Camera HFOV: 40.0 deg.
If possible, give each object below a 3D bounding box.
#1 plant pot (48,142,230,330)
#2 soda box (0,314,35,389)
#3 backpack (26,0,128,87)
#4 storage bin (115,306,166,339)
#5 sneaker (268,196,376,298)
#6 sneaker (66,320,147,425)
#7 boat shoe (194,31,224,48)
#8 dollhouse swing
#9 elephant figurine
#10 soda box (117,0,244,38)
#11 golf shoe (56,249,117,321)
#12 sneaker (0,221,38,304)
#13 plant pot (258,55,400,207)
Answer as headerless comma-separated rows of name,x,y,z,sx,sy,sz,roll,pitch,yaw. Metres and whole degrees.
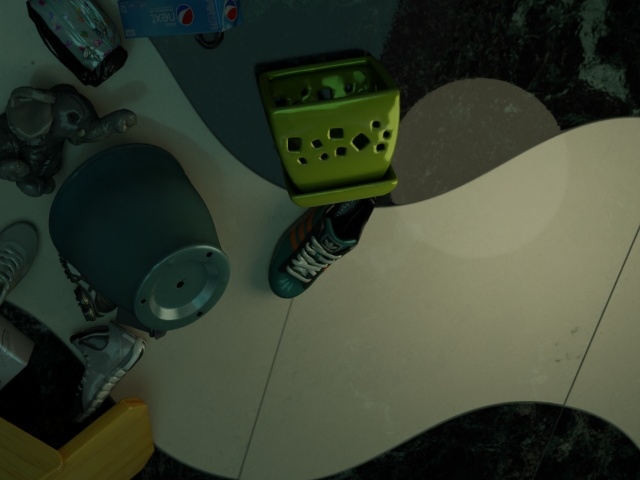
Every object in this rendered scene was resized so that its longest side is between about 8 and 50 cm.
plant pot,-0.295,0.010,1.534,0.271,0.255,0.272,-25,138,-25
soda box,-0.690,0.156,1.683,0.091,0.098,0.286,-41,109,9
backpack,-0.415,-0.360,1.510,0.115,0.152,0.182,-41,108,-8
storage bin,-0.338,0.113,1.717,0.091,0.098,0.135,14,95,7
sneaker,0.000,0.000,1.698,0.108,0.121,0.302,32,104,-17
sneaker,-0.464,0.252,1.765,0.132,0.086,0.229,40,94,-12
boat shoe,-0.202,-0.437,1.537,0.075,0.065,0.206,-6,111,-5
dollhouse swing,-0.549,0.413,1.739,0.315,0.305,0.347,26,145,14
elephant figurine,-0.467,-0.208,1.546,0.186,0.169,0.239,32,110,-33
soda box,-0.238,-0.387,1.492,0.210,0.071,0.067,4,116,29
golf shoe,-0.445,0.056,1.697,0.093,0.077,0.198,-22,119,-10
sneaker,-0.592,0.065,1.625,0.087,0.092,0.229,38,67,-24
plant pot,0.020,-0.191,1.580,0.227,0.228,0.207,-10,119,-3
